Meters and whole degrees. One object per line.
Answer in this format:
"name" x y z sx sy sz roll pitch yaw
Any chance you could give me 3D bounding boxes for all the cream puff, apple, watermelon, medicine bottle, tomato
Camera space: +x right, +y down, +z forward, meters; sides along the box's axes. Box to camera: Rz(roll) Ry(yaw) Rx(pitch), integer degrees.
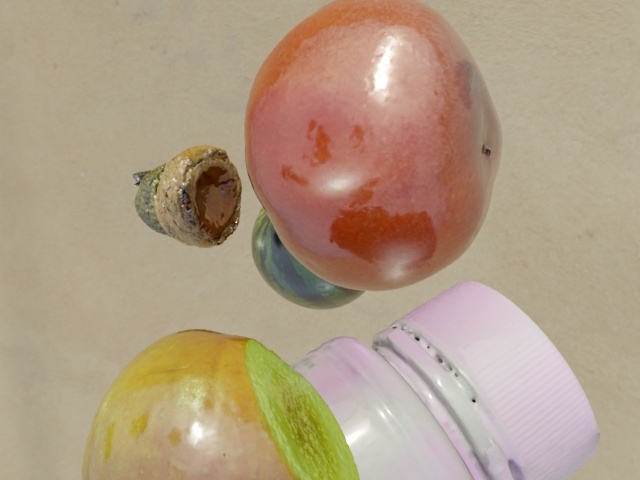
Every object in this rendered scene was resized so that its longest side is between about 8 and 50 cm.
"cream puff" -0.252 -0.081 1.150 0.168 0.183 0.184 4 109 28
"apple" -0.062 0.131 0.399 0.163 0.147 0.146 -11 139 16
"watermelon" 0.000 0.000 1.326 0.285 0.285 0.285 10 112 26
"medicine bottle" 0.067 0.208 0.615 0.256 0.324 0.256 53 165 21
"tomato" 0.081 -0.110 0.767 0.272 0.341 0.342 -10 102 36
